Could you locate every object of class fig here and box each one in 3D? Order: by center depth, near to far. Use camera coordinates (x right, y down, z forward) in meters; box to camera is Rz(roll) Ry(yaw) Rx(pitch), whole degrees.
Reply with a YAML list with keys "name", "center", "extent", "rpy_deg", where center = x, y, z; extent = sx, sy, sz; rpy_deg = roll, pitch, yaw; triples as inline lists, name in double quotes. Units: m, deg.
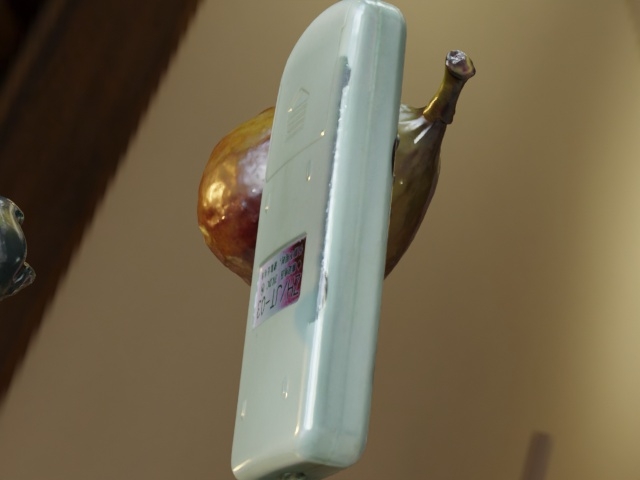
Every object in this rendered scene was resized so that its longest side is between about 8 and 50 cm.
- name: "fig"
  center: [0.029, -0.060, 1.478]
  extent: [0.170, 0.274, 0.145]
  rpy_deg: [37, -141, -17]

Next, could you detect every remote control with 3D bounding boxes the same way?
- name: "remote control"
  center: [0.000, 0.000, 1.176]
  extent: [0.140, 0.056, 0.296]
  rpy_deg: [147, 133, -62]

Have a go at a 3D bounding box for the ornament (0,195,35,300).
- name: "ornament"
  center: [-0.233, 0.042, 1.027]
  extent: [0.202, 0.236, 0.080]
  rpy_deg: [18, -65, -28]
